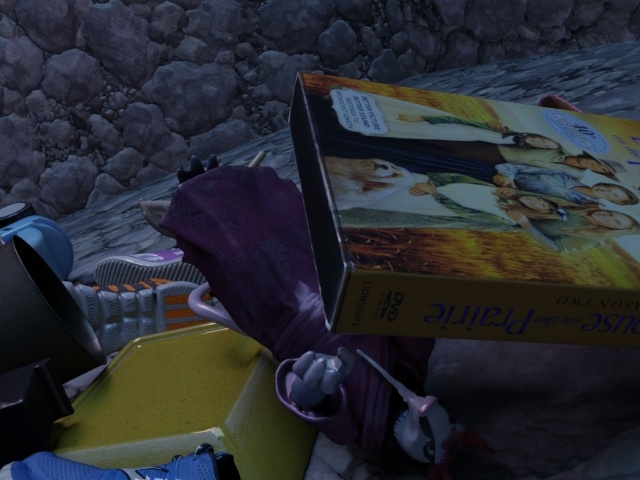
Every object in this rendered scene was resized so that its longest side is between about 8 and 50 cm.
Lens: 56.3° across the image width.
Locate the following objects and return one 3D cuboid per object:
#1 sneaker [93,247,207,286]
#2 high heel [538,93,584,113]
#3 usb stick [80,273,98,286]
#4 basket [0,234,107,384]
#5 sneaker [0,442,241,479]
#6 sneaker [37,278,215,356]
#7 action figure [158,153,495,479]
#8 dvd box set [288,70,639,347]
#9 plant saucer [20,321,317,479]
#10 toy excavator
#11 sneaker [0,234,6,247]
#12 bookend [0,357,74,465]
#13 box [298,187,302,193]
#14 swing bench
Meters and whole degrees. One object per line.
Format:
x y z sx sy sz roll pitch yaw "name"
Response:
-0.298 0.056 1.186 0.282 0.102 0.161 0 21 21 "sneaker"
0.355 -0.075 0.740 0.127 0.181 0.377 -20 18 -2 "high heel"
-0.401 0.072 1.308 0.278 0.045 0.077 -13 20 21 "usb stick"
-0.415 0.138 0.729 0.227 0.204 0.154 -37 -14 -12 "basket"
-0.135 0.237 0.471 0.330 0.130 0.147 7 23 38 "sneaker"
-0.333 0.122 0.930 0.321 0.124 0.180 1 -3 -19 "sneaker"
-0.010 0.091 0.554 0.248 0.276 0.370 -17 56 -43 "action figure"
0.193 -0.036 0.526 0.420 0.062 0.307 5 37 -12 "dvd box set"
-0.160 0.184 0.683 0.333 0.081 0.333 -13 19 17 "plant saucer"
-0.705 0.108 1.302 0.445 0.222 0.433 10 35 42 "toy excavator"
-0.706 0.074 1.127 0.162 0.106 0.281 25 44 29 "sneaker"
-0.328 0.200 0.558 0.157 0.072 0.156 -18 21 -12 "bookend"
0.000 0.000 0.983 0.148 0.121 0.311 -26 19 -21 "box"
-0.259 -0.082 1.435 0.254 0.165 0.253 -36 24 -28 "swing bench"
